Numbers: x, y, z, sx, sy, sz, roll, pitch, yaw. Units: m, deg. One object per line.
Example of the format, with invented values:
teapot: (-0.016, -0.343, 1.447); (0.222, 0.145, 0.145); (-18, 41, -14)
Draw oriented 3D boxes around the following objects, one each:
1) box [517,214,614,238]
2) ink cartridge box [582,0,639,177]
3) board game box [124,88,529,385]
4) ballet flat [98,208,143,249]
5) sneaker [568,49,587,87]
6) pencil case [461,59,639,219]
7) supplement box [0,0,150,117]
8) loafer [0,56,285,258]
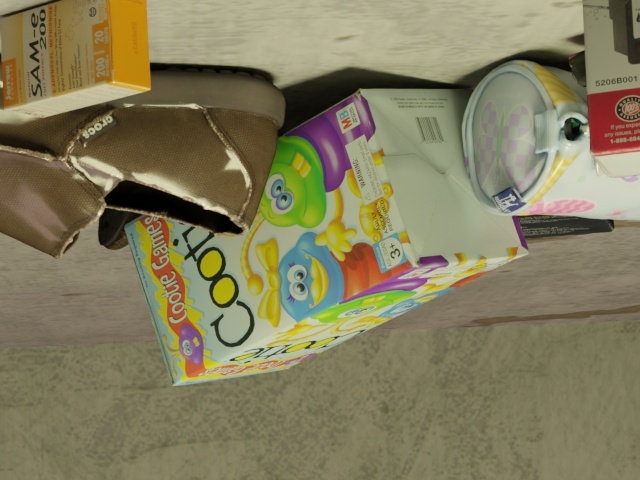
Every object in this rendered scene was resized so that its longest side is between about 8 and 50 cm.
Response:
box: (0.159, -0.055, 1.648); (0.156, 0.093, 0.158); (-5, 172, 12)
ink cartridge box: (0.199, -0.117, 1.067); (0.109, 0.150, 0.063); (-6, 167, 19)
board game box: (0.000, 0.000, 1.547); (0.275, 0.142, 0.144); (-27, 165, 40)
ballet flat: (-0.137, -0.044, 1.672); (0.058, 0.084, 0.250); (9, 162, -20)
sneaker: (0.260, -0.105, 1.405); (0.178, 0.077, 0.072); (2, 168, -29)
pencil case: (0.240, -0.073, 1.498); (0.273, 0.113, 0.124); (3, 160, -35)
supplement box: (-0.154, -0.117, 1.231); (0.098, 0.062, 0.036); (-11, 169, 38)
loafer: (-0.198, -0.054, 1.398); (0.366, 0.130, 0.134); (-1, 171, -14)
